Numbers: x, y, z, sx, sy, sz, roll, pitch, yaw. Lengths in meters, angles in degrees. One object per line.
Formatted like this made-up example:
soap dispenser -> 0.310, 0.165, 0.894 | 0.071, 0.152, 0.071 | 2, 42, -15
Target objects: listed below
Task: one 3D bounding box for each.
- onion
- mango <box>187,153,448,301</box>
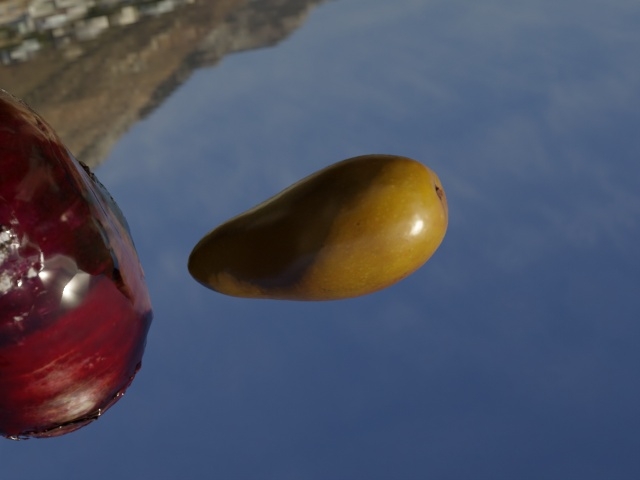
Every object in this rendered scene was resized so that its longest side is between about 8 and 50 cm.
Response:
onion -> -0.231, 0.026, 0.945 | 0.219, 0.252, 0.252 | -37, -152, -21
mango -> 0.000, 0.000, 0.916 | 0.184, 0.084, 0.102 | -20, -177, 35
